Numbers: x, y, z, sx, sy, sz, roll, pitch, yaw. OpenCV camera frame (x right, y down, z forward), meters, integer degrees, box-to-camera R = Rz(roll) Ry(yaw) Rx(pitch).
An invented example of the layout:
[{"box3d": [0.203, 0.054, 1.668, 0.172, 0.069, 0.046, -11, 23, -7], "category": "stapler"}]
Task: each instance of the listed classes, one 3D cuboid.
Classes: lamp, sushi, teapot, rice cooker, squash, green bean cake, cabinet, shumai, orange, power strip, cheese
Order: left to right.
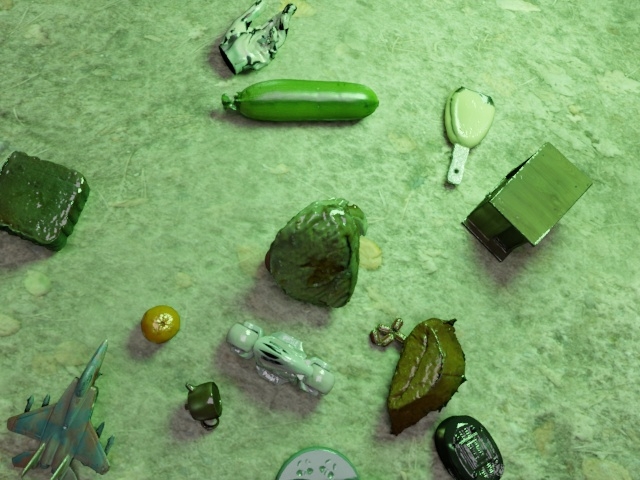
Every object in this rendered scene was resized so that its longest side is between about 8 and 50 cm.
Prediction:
[{"box3d": [-0.609, -0.081, 1.210, 0.181, 0.094, 0.173, 19, 74, -1], "category": "green bean cake"}, {"box3d": [-0.341, 0.178, 1.191, 0.083, 0.070, 0.083, 3, 76, -11], "category": "orange"}, {"box3d": [-0.246, 0.344, 1.164, 0.068, 0.076, 0.121, -15, 108, 0], "category": "teapot"}, {"box3d": [-0.046, -0.336, 1.341, 0.378, 0.101, 0.102, -3, 77, -6], "category": "squash"}, {"box3d": [0.000, 0.001, 1.224, 0.188, 0.256, 0.218, 8, 40, 8], "category": "shumai"}, {"box3d": [0.019, 0.513, 1.166, 0.215, 0.044, 0.137, 32, 74, 2], "category": "power strip"}, {"box3d": [0.154, 0.214, 1.264, 0.083, 0.031, 0.063, -14, 77, -7], "category": "lamp"}, {"box3d": [0.241, 0.293, 1.205, 0.149, 0.140, 0.287, 10, 73, 31], "category": "sushi"}, {"box3d": [0.356, -0.256, 1.392, 0.127, 0.054, 0.252, 18, 76, -3], "category": "cheese"}, {"box3d": [0.316, 0.452, 1.187, 0.112, 0.106, 0.165, -27, 70, -16], "category": "rice cooker"}, {"box3d": [0.470, -0.087, 1.301, 0.148, 0.175, 0.215, 45, 76, 5], "category": "cabinet"}]

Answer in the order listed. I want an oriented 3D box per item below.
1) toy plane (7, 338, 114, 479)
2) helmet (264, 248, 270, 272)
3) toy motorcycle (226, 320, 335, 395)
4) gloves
[{"box3d": [-0.483, 0.336, 1.104, 0.222, 0.104, 0.327, 26, 90, 0], "category": "toy plane"}, {"box3d": [-0.100, 0.050, 1.263, 0.065, 0.049, 0.084, -9, 101, -47], "category": "helmet"}, {"box3d": [-0.084, 0.249, 1.185, 0.254, 0.112, 0.113, 28, 75, 2], "category": "toy motorcycle"}, {"box3d": [-0.143, -0.501, 1.367, 0.212, 0.111, 0.128, -34, 58, -11], "category": "gloves"}]
